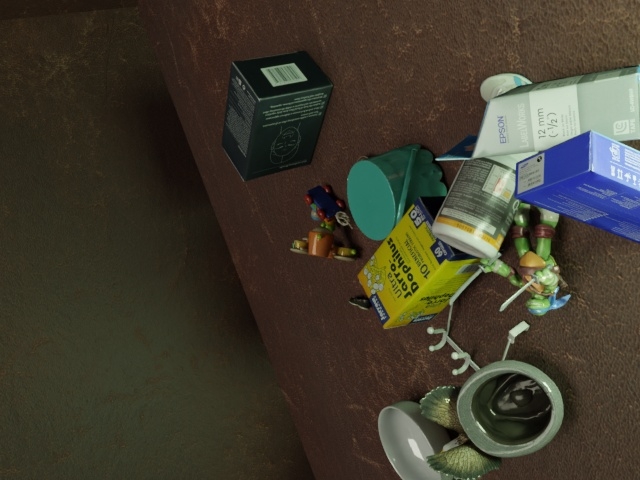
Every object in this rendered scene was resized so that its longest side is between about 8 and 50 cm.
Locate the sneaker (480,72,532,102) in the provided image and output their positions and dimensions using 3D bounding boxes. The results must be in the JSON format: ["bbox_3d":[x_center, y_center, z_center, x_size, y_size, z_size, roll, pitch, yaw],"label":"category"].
[{"bbox_3d":[0.442,-0.310,1.278,0.229,0.092,0.087,46,144,39],"label":"sneaker"}]

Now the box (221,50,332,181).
[{"bbox_3d":[-0.169,-0.447,2.052,0.212,0.293,0.395,56,148,26],"label":"box"}]

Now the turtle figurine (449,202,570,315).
[{"bbox_3d":[0.459,0.040,1.319,0.198,0.274,0.266,42,-128,-85],"label":"turtle figurine"}]

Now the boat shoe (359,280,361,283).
[{"bbox_3d":[0.216,0.177,2.034,0.065,0.075,0.206,-54,40,5],"label":"boat shoe"}]

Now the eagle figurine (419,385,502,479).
[{"bbox_3d":[0.423,0.564,1.616,0.226,0.225,0.298,31,176,43],"label":"eagle figurine"}]

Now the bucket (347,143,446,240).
[{"bbox_3d":[0.218,-0.135,1.671,0.281,0.183,0.281,39,137,48],"label":"bucket"}]

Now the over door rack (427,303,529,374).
[{"bbox_3d":[0.435,0.292,1.651,0.239,0.108,0.324,46,143,36],"label":"over door rack"}]

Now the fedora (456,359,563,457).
[{"bbox_3d":[0.519,0.439,1.523,0.275,0.124,0.244,-46,70,26],"label":"fedora"}]

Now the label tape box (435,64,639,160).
[{"bbox_3d":[0.414,-0.241,1.070,0.347,0.249,0.115,-1,108,31],"label":"label tape box"}]

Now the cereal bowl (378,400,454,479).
[{"bbox_3d":[0.360,0.722,2.012,0.339,0.141,0.339,37,137,45],"label":"cereal bowl"}]

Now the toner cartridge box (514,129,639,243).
[{"bbox_3d":[0.535,-0.082,1.006,0.165,0.347,0.075,-22,55,62],"label":"toner cartridge box"}]

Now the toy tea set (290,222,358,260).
[{"bbox_3d":[0.000,0.000,2.184,0.336,0.200,0.124,6,86,60],"label":"toy tea set"}]

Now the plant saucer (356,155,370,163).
[{"bbox_3d":[0.168,-0.200,1.879,0.168,0.029,0.168,49,149,44],"label":"plant saucer"}]

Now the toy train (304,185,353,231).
[{"bbox_3d":[0.040,-0.081,2.129,0.248,0.105,0.143,50,157,30],"label":"toy train"}]

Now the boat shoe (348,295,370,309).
[{"bbox_3d":[0.153,0.236,2.179,0.133,0.049,0.042,10,88,66],"label":"boat shoe"}]

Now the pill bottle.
[{"bbox_3d":[0.384,-0.111,1.308,0.162,0.162,0.278,24,86,54],"label":"pill bottle"}]

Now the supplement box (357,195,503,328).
[{"bbox_3d":[0.292,0.064,1.574,0.356,0.195,0.194,-57,48,42],"label":"supplement box"}]
